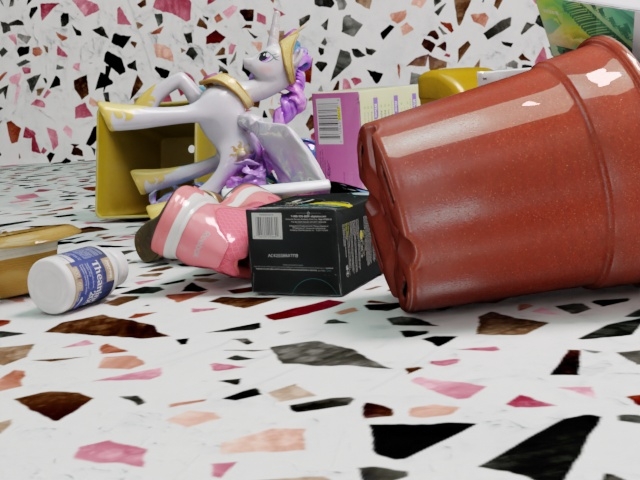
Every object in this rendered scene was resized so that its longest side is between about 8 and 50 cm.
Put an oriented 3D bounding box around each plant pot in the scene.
[{"bbox_3d":[0.189,-0.050,1.148,0.265,0.272,0.272,-14,10,-6],"label":"plant pot"},{"bbox_3d":[-0.289,-0.142,2.115,0.212,0.212,0.187,-1,-4,21],"label":"plant pot"}]

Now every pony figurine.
[{"bbox_3d":[-0.130,-0.154,1.802,0.363,0.351,0.303,-25,6,-7],"label":"pony figurine"}]

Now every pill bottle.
[{"bbox_3d":[-0.283,0.043,1.310,0.067,0.067,0.120,0,10,28],"label":"pill bottle"}]

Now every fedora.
[{"bbox_3d":[-0.394,0.029,1.415,0.194,0.079,0.194,-10,5,1],"label":"fedora"}]

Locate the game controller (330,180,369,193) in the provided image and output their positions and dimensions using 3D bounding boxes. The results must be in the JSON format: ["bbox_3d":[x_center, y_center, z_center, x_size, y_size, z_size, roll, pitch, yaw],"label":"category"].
[{"bbox_3d":[0.103,-0.039,1.547,0.166,0.067,0.319,24,4,-11],"label":"game controller"}]

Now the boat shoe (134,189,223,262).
[{"bbox_3d":[-0.191,-0.024,1.558,0.178,0.064,0.060,-31,-15,39],"label":"boat shoe"}]

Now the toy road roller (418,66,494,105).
[{"bbox_3d":[0.266,-0.150,1.716,0.202,0.241,0.329,-12,12,-41],"label":"toy road roller"}]

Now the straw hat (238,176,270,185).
[{"bbox_3d":[-0.166,-0.129,2.337,0.061,0.144,0.144,-45,7,6],"label":"straw hat"}]

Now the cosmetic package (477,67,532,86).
[{"bbox_3d":[0.244,-0.087,1.333,0.098,0.239,0.060,-2,9,10],"label":"cosmetic package"}]

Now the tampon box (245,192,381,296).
[{"bbox_3d":[0.000,0.000,1.334,0.120,0.102,0.161,0,10,23],"label":"tampon box"}]

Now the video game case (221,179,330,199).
[{"bbox_3d":[-0.069,-0.040,1.632,0.157,0.019,0.143,-5,-29,-9],"label":"video game case"}]

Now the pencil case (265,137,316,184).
[{"bbox_3d":[-0.062,-0.165,2.348,0.133,0.119,0.306,24,3,-13],"label":"pencil case"}]

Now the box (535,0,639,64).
[{"bbox_3d":[0.363,-0.129,1.207,0.058,0.322,0.232,-31,28,-14],"label":"box"}]

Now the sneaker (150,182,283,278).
[{"bbox_3d":[-0.096,0.006,1.441,0.136,0.116,0.314,30,14,17],"label":"sneaker"}]

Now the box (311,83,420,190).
[{"bbox_3d":[0.110,-0.179,2.058,0.117,0.214,0.243,5,13,42],"label":"box"}]
